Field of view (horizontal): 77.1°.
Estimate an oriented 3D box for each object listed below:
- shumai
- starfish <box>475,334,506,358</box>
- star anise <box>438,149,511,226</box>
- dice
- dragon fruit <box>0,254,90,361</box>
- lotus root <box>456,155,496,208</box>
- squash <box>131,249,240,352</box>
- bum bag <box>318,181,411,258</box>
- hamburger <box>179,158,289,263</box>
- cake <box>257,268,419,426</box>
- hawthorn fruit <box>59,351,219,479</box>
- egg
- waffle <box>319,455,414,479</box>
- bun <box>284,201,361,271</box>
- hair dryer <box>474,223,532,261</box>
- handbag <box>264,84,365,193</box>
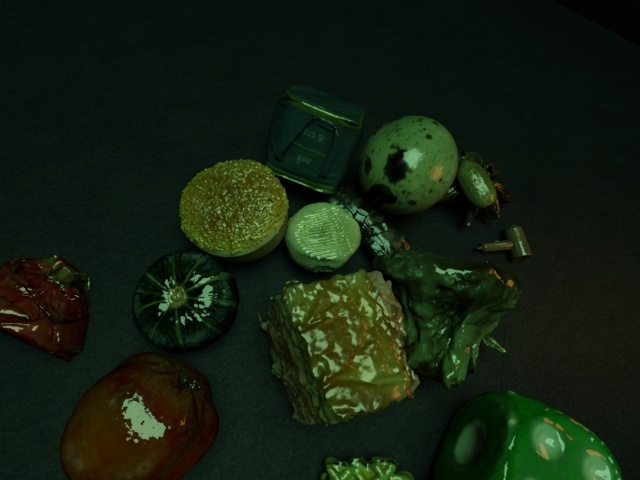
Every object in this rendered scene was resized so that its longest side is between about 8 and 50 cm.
[{"bbox_3d":[0.304,0.201,1.043,0.398,0.324,0.322,14,87,-29],"label":"shumai"},{"bbox_3d":[0.469,0.244,1.186,0.176,0.053,0.208,-24,59,-3],"label":"starfish"},{"bbox_3d":[0.503,-0.187,1.367,0.316,0.108,0.314,4,68,-9],"label":"star anise"},{"bbox_3d":[0.468,0.551,0.934,0.300,0.287,0.297,34,61,4],"label":"dice"},{"bbox_3d":[-0.674,0.115,0.931,0.317,0.152,0.204,26,62,-1],"label":"dragon fruit"},{"bbox_3d":[0.482,-0.187,1.261,0.091,0.077,0.182,-18,76,-17],"label":"lotus root"},{"bbox_3d":[-0.326,0.149,0.989,0.253,0.165,0.251,1,74,-2],"label":"squash"},{"bbox_3d":[0.146,-0.050,1.230,0.144,0.095,0.340,-36,76,-22],"label":"bum bag"},{"bbox_3d":[-0.227,-0.079,1.073,0.303,0.170,0.301,-5,57,7],"label":"hamburger"},{"bbox_3d":[0.042,0.255,0.955,0.294,0.306,0.313,-11,68,-22],"label":"cake"},{"bbox_3d":[-0.382,0.397,0.823,0.330,0.287,0.287,-45,82,-2],"label":"hawthorn fruit"},{"bbox_3d":[0.269,-0.236,1.225,0.288,0.287,0.379,32,44,2],"label":"egg"},{"bbox_3d":[0.111,0.665,0.919,0.298,0.073,0.316,15,71,0],"label":"waffle"},{"bbox_3d":[0.000,0.000,1.150,0.221,0.134,0.220,1,59,-2],"label":"bun"},{"bbox_3d":[0.594,0.013,1.327,0.182,0.064,0.117,-5,67,-9],"label":"hair dryer"},{"bbox_3d":[-0.019,-0.300,1.183,0.263,0.240,0.222,18,31,-4],"label":"handbag"}]
